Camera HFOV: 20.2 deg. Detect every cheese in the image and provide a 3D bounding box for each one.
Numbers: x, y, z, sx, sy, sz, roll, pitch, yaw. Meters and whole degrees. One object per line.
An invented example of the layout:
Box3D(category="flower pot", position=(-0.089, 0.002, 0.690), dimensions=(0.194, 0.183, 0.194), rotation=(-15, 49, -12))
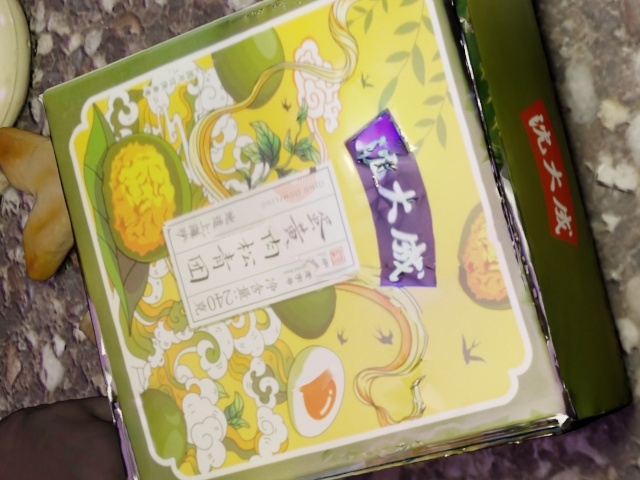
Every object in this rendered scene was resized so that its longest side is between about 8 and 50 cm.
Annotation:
Box3D(category="cheese", position=(-0.348, -0.233, 1.846), dimensions=(0.163, 0.071, 0.248), rotation=(36, 115, 36))

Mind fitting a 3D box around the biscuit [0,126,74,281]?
Box3D(category="biscuit", position=(-0.237, -0.062, 1.763), dimensions=(0.208, 0.047, 0.164), rotation=(-22, 80, 42))

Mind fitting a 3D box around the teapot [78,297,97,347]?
Box3D(category="teapot", position=(-0.191, 0.080, 1.736), dimensions=(0.080, 0.085, 0.110), rotation=(43, 153, 7))

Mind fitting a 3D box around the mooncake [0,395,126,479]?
Box3D(category="mooncake", position=(-0.210, 0.320, 1.648), dimensions=(0.381, 0.212, 0.350), rotation=(-10, 81, 44))

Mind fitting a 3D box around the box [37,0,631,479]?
Box3D(category="box", position=(0.000, 0.000, 1.423), dimensions=(0.420, 0.138, 0.373), rotation=(-17, 84, 32))
